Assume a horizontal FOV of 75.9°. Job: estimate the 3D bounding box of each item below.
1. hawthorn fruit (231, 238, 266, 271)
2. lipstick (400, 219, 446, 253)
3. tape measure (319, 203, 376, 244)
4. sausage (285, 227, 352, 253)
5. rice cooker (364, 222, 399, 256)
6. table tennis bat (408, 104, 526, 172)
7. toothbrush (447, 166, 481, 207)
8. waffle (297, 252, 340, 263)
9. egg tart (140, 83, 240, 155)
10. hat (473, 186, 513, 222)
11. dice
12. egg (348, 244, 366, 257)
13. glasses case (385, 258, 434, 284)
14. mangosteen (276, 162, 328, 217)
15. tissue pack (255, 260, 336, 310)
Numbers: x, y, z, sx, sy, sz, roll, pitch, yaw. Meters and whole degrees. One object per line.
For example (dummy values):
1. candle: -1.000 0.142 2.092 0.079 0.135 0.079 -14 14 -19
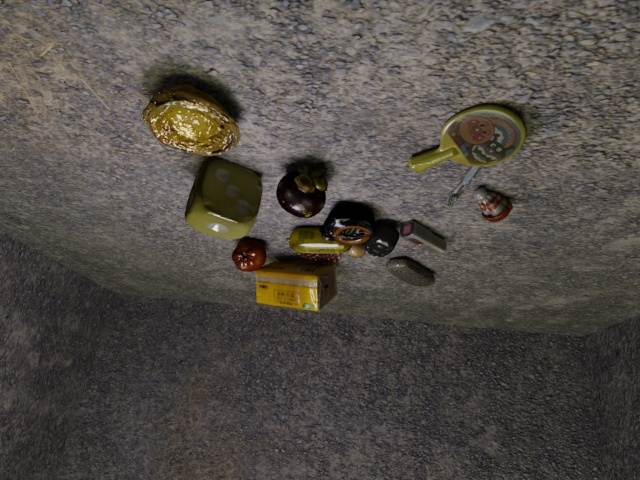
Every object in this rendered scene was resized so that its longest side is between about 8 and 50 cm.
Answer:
1. hawthorn fruit: -0.368 0.085 2.197 0.185 0.185 0.202 0 170 17
2. lipstick: 0.469 -0.009 1.855 0.253 0.077 0.079 24 153 -35
3. tape measure: 0.126 -0.069 1.753 0.223 0.135 0.202 11 146 -15
4. sausage: 0.000 0.000 1.950 0.347 0.123 0.123 1 156 15
5. rice cooker: 0.275 -0.002 1.862 0.142 0.118 0.203 25 157 -2
6. table tennis bat: 0.426 -0.287 1.249 0.369 0.054 0.224 -16 136 44
7. toothbrush: 0.513 -0.227 1.392 0.035 0.042 0.413 8 155 -1
8. waffle: -0.009 0.068 2.199 0.235 0.055 0.221 -2 156 14
9. egg tart: -0.387 -0.366 1.250 0.291 0.107 0.290 2 153 1
10. hat: 0.623 -0.144 1.518 0.162 0.093 0.112 41 133 -24
11. dice: -0.371 -0.151 1.573 0.238 0.233 0.227 19 155 -24
12. egg: 0.185 0.049 2.066 0.097 0.080 0.080 17 155 -16
13. glasses case: 0.501 0.180 2.270 0.137 0.085 0.355 -17 147 42
14. mangosteen: -0.055 -0.191 1.493 0.192 0.192 0.217 20 115 -27
15. tissue pack: -0.131 0.244 2.287 0.382 0.228 0.293 4 -169 22
